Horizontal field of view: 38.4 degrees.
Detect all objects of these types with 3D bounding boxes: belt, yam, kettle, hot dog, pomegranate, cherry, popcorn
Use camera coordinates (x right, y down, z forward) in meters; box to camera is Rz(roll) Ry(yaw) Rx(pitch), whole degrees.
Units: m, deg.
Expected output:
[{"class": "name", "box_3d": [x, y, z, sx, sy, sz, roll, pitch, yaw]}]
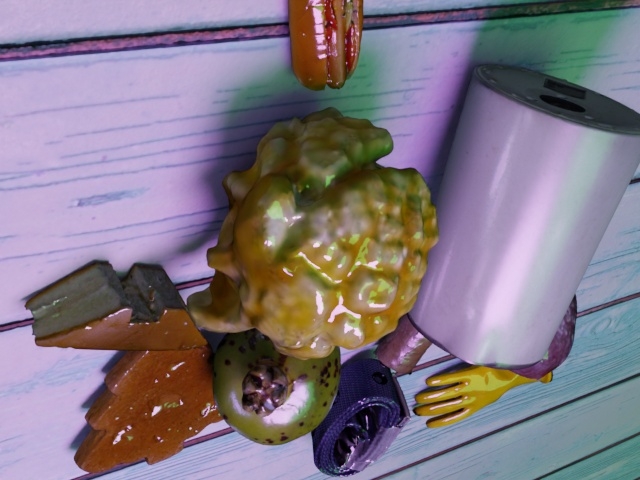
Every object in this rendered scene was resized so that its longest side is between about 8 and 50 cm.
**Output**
[{"class": "belt", "box_3d": [0.061, 0.317, 1.671, 0.139, 0.126, 0.230, 13, 125, -20]}, {"class": "yam", "box_3d": [0.161, 0.170, 1.632, 0.084, 0.084, 0.127, 13, 117, -48]}, {"class": "kettle", "box_3d": [0.285, -0.047, 1.340, 0.361, 0.250, 0.377, -62, 169, -66]}, {"class": "hot dog", "box_3d": [0.006, -0.265, 1.021, 0.092, 0.062, 0.236, -23, 142, -14]}, {"class": "pomegranate", "box_3d": [-0.066, 0.194, 1.311, 0.202, 0.202, 0.248, -38, 179, 0]}, {"class": "cherry", "box_3d": [0.357, 0.117, 1.638, 0.213, 0.266, 0.183, -14, 174, -28]}, {"class": "popcorn", "box_3d": [-0.001, 0.008, 1.149, 0.274, 0.279, 0.335, -31, 136, -43]}]

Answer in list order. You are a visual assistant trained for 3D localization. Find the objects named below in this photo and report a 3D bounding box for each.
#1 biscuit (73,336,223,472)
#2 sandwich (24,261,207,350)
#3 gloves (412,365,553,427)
[{"class": "biscuit", "box_3d": [-0.236, 0.227, 1.376, 0.278, 0.043, 0.301, -16, 137, -29]}, {"class": "sandwich", "box_3d": [-0.244, 0.084, 1.171, 0.244, 0.090, 0.088, 4, 134, -40]}, {"class": "gloves", "box_3d": [0.326, 0.295, 1.915, 0.294, 0.116, 0.133, -21, 115, -7]}]
